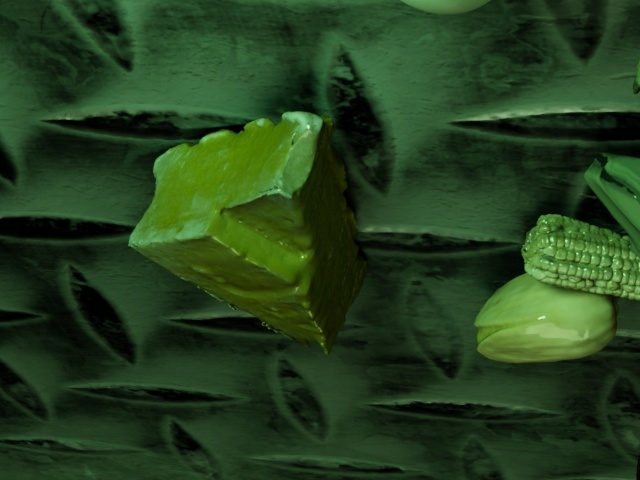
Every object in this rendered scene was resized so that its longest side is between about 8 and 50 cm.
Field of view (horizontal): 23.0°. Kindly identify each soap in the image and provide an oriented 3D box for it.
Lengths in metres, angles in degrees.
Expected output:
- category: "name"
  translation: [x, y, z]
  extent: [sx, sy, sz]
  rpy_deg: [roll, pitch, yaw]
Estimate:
- category: "soap"
  translation: [0.000, 0.000, 1.838]
  extent: [0.338, 0.169, 0.304]
  rpy_deg: [31, 155, -32]

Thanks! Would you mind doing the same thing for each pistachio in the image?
- category: "pistachio"
  translation: [0.273, 0.092, 1.946]
  extent: [0.200, 0.117, 0.145]
  rpy_deg: [-10, 170, 40]

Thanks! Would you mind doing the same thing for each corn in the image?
- category: "corn"
  translation: [0.341, 0.029, 1.854]
  extent: [0.211, 0.087, 0.087]
  rpy_deg: [16, 150, -8]

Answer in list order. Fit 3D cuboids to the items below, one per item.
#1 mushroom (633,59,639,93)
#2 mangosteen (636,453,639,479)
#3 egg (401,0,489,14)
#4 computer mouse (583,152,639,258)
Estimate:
- category: "mushroom"
  translation: [0.459, -0.127, 1.515]
  extent: [0.344, 0.130, 0.247]
  rpy_deg: [28, 171, -23]
- category: "mangosteen"
  translation: [0.576, 0.328, 2.106]
  extent: [0.311, 0.311, 0.311]
  rpy_deg: [8, 150, 5]
- category: "egg"
  translation: [0.102, -0.274, 1.343]
  extent: [0.151, 0.151, 0.209]
  rpy_deg: [2, 155, 15]
- category: "computer mouse"
  translation: [0.463, 0.038, 1.645]
  extent: [0.429, 0.145, 0.228]
  rpy_deg: [27, 179, 24]
